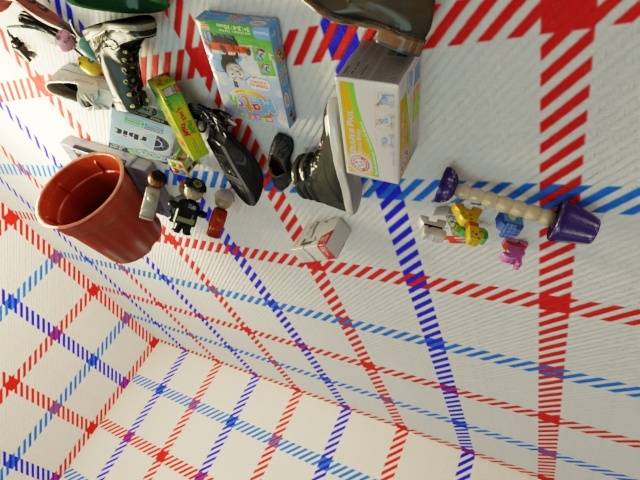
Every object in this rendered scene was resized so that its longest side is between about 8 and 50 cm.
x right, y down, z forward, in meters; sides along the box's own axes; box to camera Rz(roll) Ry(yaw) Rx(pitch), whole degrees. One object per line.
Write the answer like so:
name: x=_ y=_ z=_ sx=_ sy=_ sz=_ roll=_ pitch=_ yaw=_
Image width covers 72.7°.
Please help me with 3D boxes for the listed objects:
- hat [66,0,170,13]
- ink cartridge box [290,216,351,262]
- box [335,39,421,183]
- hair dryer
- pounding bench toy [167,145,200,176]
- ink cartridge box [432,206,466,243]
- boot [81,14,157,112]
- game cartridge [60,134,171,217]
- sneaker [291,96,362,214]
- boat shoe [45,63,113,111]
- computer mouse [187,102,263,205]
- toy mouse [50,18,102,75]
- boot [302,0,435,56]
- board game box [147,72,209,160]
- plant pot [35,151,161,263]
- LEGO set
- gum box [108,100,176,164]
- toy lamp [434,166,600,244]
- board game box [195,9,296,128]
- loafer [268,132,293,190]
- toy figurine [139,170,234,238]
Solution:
hat: x=-0.353 y=-0.512 z=0.755 sx=0.208 sy=0.173 sz=0.184 roll=6 pitch=108 yaw=17
ink cartridge box: x=0.000 y=0.000 z=1.137 sx=0.135 sy=0.099 sz=0.056 roll=-10 pitch=131 yaw=45
box: x=0.103 y=-0.212 z=0.743 sx=0.103 sy=0.114 sz=0.203 roll=16 pitch=147 yaw=22
hair dryer: x=-0.657 y=-0.539 z=0.969 sx=0.223 sy=0.080 sz=0.294 roll=3 pitch=147 yaw=12
pounding bench toy: x=-0.372 y=-0.221 z=1.162 sx=0.052 sy=0.065 sz=0.083 roll=17 pitch=146 yaw=21
ink cartridge box: x=0.289 y=-0.023 z=0.936 sx=0.062 sy=0.029 sz=0.115 roll=2 pitch=138 yaw=36
boot: x=-0.394 y=-0.366 z=0.914 sx=0.236 sy=0.085 sz=0.179 roll=15 pitch=128 yaw=38
game cartridge: x=-0.664 y=-0.208 z=1.428 sx=0.355 sy=0.068 sz=0.230 roll=19 pitch=151 yaw=18
sneaker: x=-0.001 y=-0.167 z=0.897 sx=0.146 sy=0.105 sz=0.296 roll=12 pitch=149 yaw=18
boat shoe: x=-0.571 y=-0.369 z=1.094 sx=0.267 sy=0.088 sz=0.096 roll=24 pitch=147 yaw=10
computer mouse: x=-0.199 y=-0.204 z=1.030 sx=0.188 sy=0.072 sz=0.272 roll=31 pitch=152 yaw=46
toy mouse: x=-0.546 y=-0.430 z=0.979 sx=0.161 sy=0.031 sz=0.143 roll=24 pitch=157 yaw=-4
boot: x=0.068 y=-0.361 z=0.626 sx=0.219 sy=0.082 sz=0.106 roll=29 pitch=127 yaw=9
board game box: x=-0.328 y=-0.284 z=1.009 sx=0.092 sy=0.043 sz=0.181 roll=40 pitch=156 yaw=45
plant pot: x=-0.639 y=-0.078 z=1.317 sx=0.272 sy=0.272 sz=0.265 roll=14 pitch=154 yaw=24
LEGO set: x=0.309 y=-0.007 z=0.845 sx=0.227 sy=0.093 sz=0.087 roll=14 pitch=138 yaw=2
gum box: x=-0.456 y=-0.278 z=1.121 sx=0.156 sy=0.041 sz=0.184 roll=15 pitch=154 yaw=-22
toy lamp: x=0.352 y=-0.062 z=0.790 sx=0.274 sy=0.080 sz=0.080 roll=23 pitch=148 yaw=16
board game box: x=-0.138 y=-0.327 z=0.849 sx=0.160 sy=0.039 sz=0.212 roll=17 pitch=147 yaw=20
loafer: x=-0.100 y=-0.170 z=1.016 sx=0.062 sy=0.061 sz=0.170 roll=21 pitch=148 yaw=12
toy figurine: x=-0.368 y=-0.104 z=1.198 sx=0.209 sy=0.148 sz=0.213 roll=20 pitch=-176 yaw=24
